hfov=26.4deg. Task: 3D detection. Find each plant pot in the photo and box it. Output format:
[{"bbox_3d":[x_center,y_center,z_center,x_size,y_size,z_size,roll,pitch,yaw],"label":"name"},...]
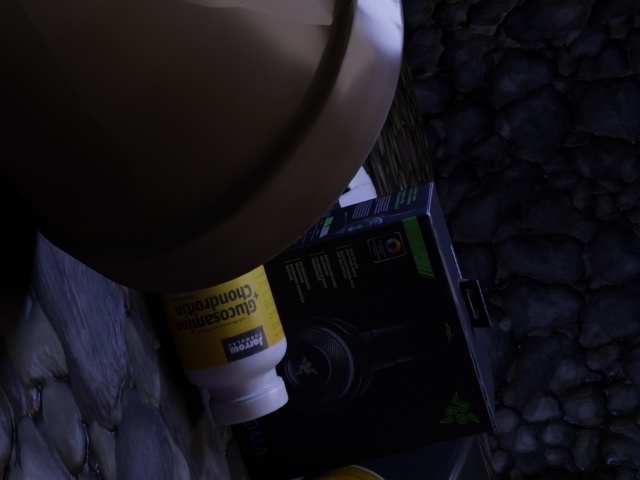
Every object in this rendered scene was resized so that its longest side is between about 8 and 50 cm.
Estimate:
[{"bbox_3d":[-0.151,-0.162,0.916,0.280,0.323,0.323,35,38,-47],"label":"plant pot"},{"bbox_3d":[0.123,0.378,1.799,0.167,0.188,0.187,-54,129,-61],"label":"plant pot"}]

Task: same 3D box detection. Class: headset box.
[{"bbox_3d":[0.036,0.097,1.431,0.131,0.283,0.246,-69,143,-73],"label":"headset box"}]

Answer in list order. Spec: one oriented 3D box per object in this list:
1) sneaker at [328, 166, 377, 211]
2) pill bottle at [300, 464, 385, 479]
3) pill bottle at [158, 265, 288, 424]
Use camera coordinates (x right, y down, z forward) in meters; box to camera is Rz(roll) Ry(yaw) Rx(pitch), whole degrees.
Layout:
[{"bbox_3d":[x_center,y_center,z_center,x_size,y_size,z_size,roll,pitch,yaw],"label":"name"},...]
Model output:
[{"bbox_3d":[0.000,0.000,1.804,0.210,0.137,0.366,61,23,4],"label":"sneaker"},{"bbox_3d":[0.006,0.316,1.363,0.246,0.136,0.136,-25,100,-79],"label":"pill bottle"},{"bbox_3d":[-0.092,0.075,1.291,0.103,0.103,0.184,-50,123,-77],"label":"pill bottle"}]
